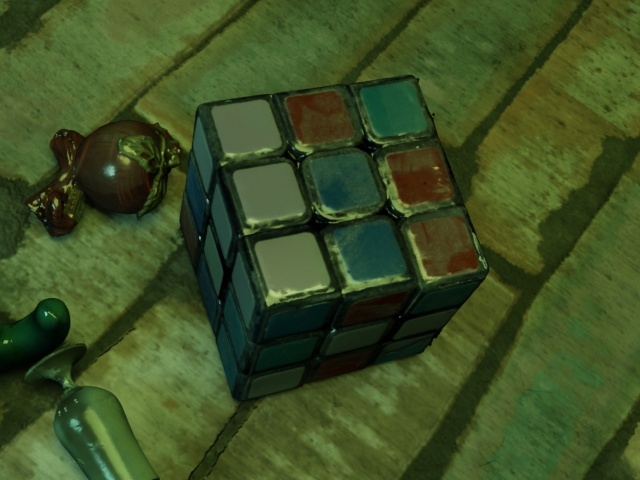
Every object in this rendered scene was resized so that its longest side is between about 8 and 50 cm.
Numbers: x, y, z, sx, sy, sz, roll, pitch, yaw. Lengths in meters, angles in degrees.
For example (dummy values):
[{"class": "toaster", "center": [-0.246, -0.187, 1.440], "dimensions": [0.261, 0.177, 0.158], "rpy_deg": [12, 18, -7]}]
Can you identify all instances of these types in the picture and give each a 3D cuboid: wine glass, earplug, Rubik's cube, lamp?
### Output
[{"class": "wine glass", "center": [-0.324, 0.269, 1.572], "dimensions": [0.103, 0.103, 0.231], "rpy_deg": [-26, 74, -26]}, {"class": "earplug", "center": [-0.499, 0.180, 1.521], "dimensions": [0.257, 0.164, 0.280], "rpy_deg": [14, 44, 20]}, {"class": "Rubik's cube", "center": [0.000, 0.000, 1.660], "dimensions": [0.359, 0.363, 0.362], "rpy_deg": [-10, 68, -15]}, {"class": "lamp", "center": [-0.335, -0.100, 1.770], "dimensions": [0.223, 0.151, 0.215], "rpy_deg": [-13, 47, 28]}]
